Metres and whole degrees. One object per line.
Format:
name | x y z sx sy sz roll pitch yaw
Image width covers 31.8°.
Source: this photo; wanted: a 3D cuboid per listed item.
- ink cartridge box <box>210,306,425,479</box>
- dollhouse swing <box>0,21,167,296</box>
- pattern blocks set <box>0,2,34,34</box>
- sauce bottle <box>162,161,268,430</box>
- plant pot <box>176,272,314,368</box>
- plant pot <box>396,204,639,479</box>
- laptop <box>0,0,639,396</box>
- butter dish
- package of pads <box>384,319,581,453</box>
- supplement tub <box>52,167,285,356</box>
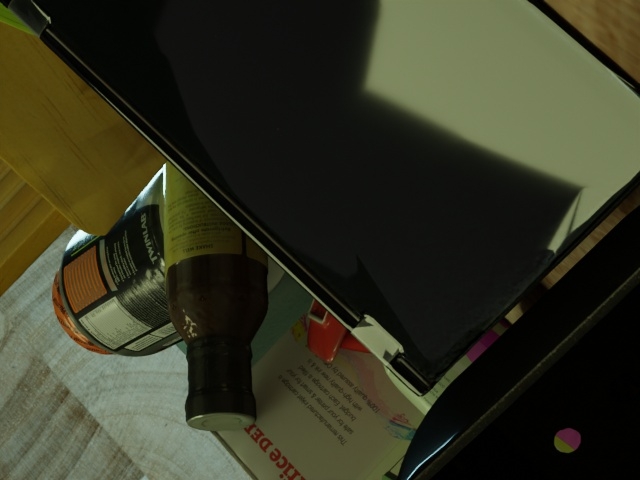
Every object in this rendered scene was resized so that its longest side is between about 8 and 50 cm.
ink cartridge box | 0.051 0.160 1.146 0.201 0.278 0.117 39 172 44
dollhouse swing | -0.348 -0.156 1.067 0.315 0.305 0.347 50 -169 -48
pattern blocks set | -0.180 -0.188 0.851 0.325 0.026 0.285 51 -158 14
sauce bottle | -0.110 0.022 1.165 0.111 0.111 0.344 54 -150 -61
plant pot | -0.115 0.029 1.628 0.248 0.247 0.252 40 153 37
plant pot | 0.152 0.085 0.482 0.187 0.188 0.167 44 -173 -7
laptop | 0.009 -0.126 0.688 0.382 0.236 0.408 44 -157 8
butter dish | 0.065 0.049 1.051 0.118 0.160 0.160 21 177 -9
package of pads | 0.202 0.169 0.915 0.229 0.101 0.296 41 -177 28
supplement tub | -0.197 0.030 1.387 0.193 0.193 0.316 46 140 -15
